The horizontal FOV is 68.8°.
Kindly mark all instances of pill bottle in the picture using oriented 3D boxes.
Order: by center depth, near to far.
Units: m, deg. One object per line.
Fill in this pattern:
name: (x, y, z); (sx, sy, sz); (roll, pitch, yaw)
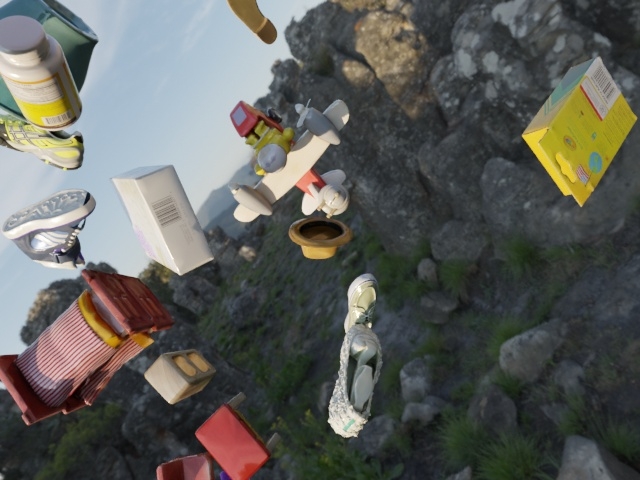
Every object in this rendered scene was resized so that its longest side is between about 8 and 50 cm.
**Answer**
pill bottle: (-0.552, -0.322, 0.913); (0.117, 0.117, 0.215); (-61, -1, -27)

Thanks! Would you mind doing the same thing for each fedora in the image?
fedora: (0.000, 0.000, 1.356); (0.194, 0.194, 0.079); (-79, -5, -62)

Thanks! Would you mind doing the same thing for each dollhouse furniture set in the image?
dollhouse furniture set: (-0.266, 0.242, 0.691); (0.201, 0.374, 0.152); (-45, -11, -1)

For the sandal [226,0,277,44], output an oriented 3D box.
sandal: (-0.221, -0.679, 1.367); (0.088, 0.240, 0.079); (-48, 50, -1)

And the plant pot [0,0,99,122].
plant pot: (-0.710, -0.470, 1.171); (0.255, 0.271, 0.272); (-47, 14, 12)

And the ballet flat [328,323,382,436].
ballet flat: (0.130, 0.398, 1.430); (0.147, 0.146, 0.409); (-44, 18, 38)

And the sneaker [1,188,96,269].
sneaker: (-0.777, -0.018, 1.452); (0.322, 0.236, 0.130); (-17, 48, 11)

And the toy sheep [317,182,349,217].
toy sheep: (0.035, -0.107, 1.208); (0.091, 0.091, 0.132); (-55, 7, -5)

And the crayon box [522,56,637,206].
crayon box: (0.615, -0.257, 1.121); (0.319, 0.202, 0.081); (-49, 17, -20)

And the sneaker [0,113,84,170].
sneaker: (-1.047, -0.397, 1.690); (0.147, 0.384, 0.145); (-59, 24, 23)

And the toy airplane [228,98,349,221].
toy airplane: (-0.106, -0.238, 1.449); (0.272, 0.383, 0.387); (-47, -41, -72)

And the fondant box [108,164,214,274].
fondant box: (-0.406, -0.061, 1.169); (0.096, 0.239, 0.330); (-29, 21, -26)

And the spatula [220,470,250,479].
spatula: (-0.242, 0.496, 0.910); (0.030, 0.296, 0.084); (-54, 43, 19)

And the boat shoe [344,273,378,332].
boat shoe: (0.151, 0.247, 1.624); (0.094, 0.108, 0.303); (-113, 22, -47)
